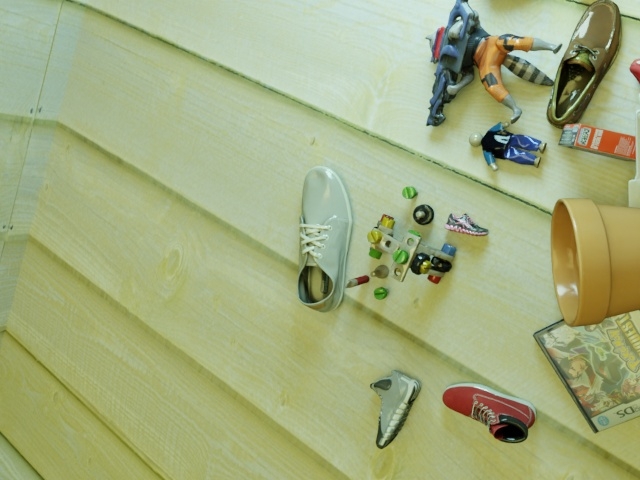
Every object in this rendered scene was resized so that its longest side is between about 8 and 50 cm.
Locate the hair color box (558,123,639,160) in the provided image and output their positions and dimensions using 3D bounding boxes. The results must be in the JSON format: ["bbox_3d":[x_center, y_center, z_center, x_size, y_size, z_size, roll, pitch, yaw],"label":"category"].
[{"bbox_3d":[0.646,-0.222,1.245,0.167,0.093,0.053,12,101,-1],"label":"hair color box"}]

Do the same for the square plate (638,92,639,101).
[{"bbox_3d":[0.844,-0.233,1.011,0.347,0.049,0.344,-25,62,21],"label":"square plate"}]

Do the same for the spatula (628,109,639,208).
[{"bbox_3d":[0.761,-0.179,1.190,0.168,0.019,0.242,-7,114,15],"label":"spatula"}]

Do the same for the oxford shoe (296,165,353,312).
[{"bbox_3d":[0.000,0.000,1.637,0.169,0.130,0.449,3,94,31],"label":"oxford shoe"}]

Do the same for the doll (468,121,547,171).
[{"bbox_3d":[0.471,-0.238,1.404,0.189,0.046,0.129,22,103,26],"label":"doll"}]

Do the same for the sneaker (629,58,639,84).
[{"bbox_3d":[0.748,-0.295,1.225,0.128,0.087,0.221,-46,71,22],"label":"sneaker"}]

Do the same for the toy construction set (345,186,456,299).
[{"bbox_3d":[0.185,0.046,1.473,0.309,0.237,0.257,-44,73,24],"label":"toy construction set"}]

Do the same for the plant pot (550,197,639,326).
[{"bbox_3d":[0.645,0.042,1.214,0.204,0.291,0.290,-4,92,12],"label":"plant pot"}]

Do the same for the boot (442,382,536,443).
[{"bbox_3d":[0.416,0.445,1.409,0.244,0.176,0.088,7,99,30],"label":"boot"}]

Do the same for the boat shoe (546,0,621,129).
[{"bbox_3d":[0.619,-0.412,1.276,0.111,0.104,0.307,19,103,27],"label":"boat shoe"}]

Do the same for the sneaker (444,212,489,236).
[{"bbox_3d":[0.394,-0.044,1.466,0.119,0.047,0.057,15,88,26],"label":"sneaker"}]

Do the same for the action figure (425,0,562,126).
[{"bbox_3d":[0.402,-0.432,1.400,0.330,0.179,0.341,43,139,27],"label":"action figure"}]

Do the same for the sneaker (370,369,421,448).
[{"bbox_3d":[0.190,0.481,1.598,0.132,0.086,0.228,30,97,29],"label":"sneaker"}]

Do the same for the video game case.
[{"bbox_3d":[0.701,0.292,1.320,0.248,0.035,0.274,-35,77,26],"label":"video game case"}]
